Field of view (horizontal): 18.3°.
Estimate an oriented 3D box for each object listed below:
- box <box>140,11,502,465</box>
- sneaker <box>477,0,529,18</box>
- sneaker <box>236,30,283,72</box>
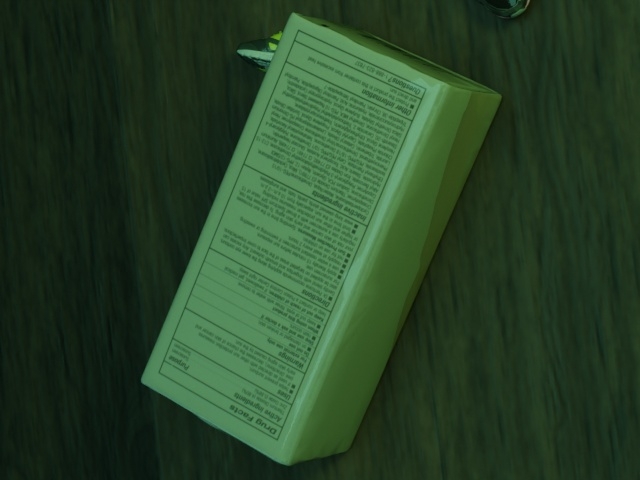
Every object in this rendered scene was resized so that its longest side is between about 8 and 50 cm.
[{"bbox_3d":[0.000,0.000,1.514,0.148,0.121,0.311,29,102,23],"label":"box"},{"bbox_3d":[0.115,-0.219,1.496,0.047,0.057,0.119,-33,77,20],"label":"sneaker"},{"bbox_3d":[-0.027,-0.153,1.582,0.083,0.031,0.035,6,73,26],"label":"sneaker"}]
